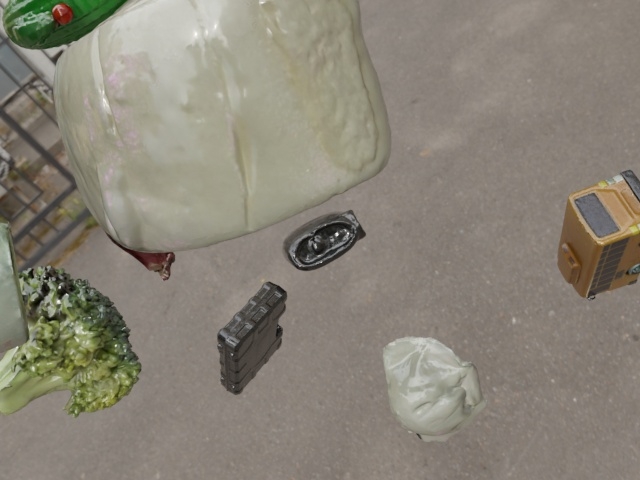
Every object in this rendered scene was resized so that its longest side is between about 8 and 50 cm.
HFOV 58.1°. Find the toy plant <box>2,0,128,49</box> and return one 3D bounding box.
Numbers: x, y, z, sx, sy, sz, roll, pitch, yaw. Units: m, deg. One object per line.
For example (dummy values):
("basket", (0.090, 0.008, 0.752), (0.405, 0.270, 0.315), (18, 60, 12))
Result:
("toy plant", (-0.296, -0.323, 0.739), (0.240, 0.088, 0.154), (-36, 36, -4))

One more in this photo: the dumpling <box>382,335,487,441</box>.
("dumpling", (0.158, 0.208, 0.796), (0.127, 0.188, 0.108), (-20, 18, 26))

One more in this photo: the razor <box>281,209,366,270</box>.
("razor", (-0.001, -0.001, 1.477), (0.204, 0.113, 0.349), (-29, 1, -4))

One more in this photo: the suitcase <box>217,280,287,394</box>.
("suitcase", (-0.168, 0.248, 1.429), (0.066, 0.285, 0.206), (31, 55, 16))

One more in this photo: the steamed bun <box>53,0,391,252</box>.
("steamed bun", (-0.133, -0.116, 0.564), (0.236, 0.247, 0.383), (-31, 21, -32))

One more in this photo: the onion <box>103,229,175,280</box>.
("onion", (-0.295, -0.071, 0.917), (0.120, 0.283, 0.227), (-8, 0, -43))

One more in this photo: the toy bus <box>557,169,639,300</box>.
("toy bus", (0.412, 0.003, 0.838), (0.114, 0.201, 0.098), (-21, 58, 5))

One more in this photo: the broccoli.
("broccoli", (-0.542, 0.224, 1.171), (0.293, 0.348, 0.281), (24, 49, 34))

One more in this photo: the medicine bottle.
("medicine bottle", (-0.398, 0.058, 0.613), (0.143, 0.147, 0.147), (-11, 27, -26))
